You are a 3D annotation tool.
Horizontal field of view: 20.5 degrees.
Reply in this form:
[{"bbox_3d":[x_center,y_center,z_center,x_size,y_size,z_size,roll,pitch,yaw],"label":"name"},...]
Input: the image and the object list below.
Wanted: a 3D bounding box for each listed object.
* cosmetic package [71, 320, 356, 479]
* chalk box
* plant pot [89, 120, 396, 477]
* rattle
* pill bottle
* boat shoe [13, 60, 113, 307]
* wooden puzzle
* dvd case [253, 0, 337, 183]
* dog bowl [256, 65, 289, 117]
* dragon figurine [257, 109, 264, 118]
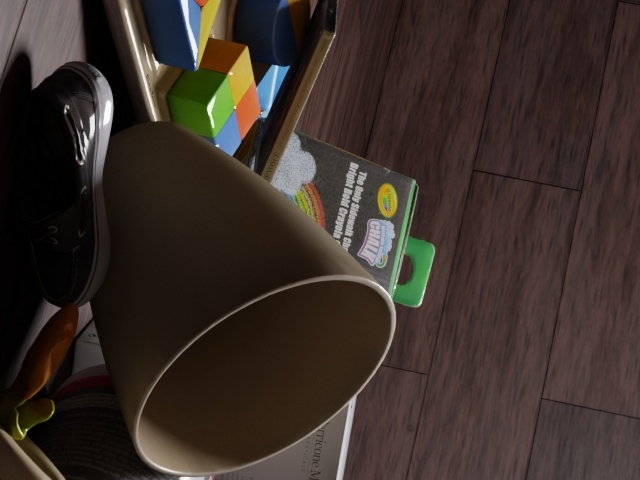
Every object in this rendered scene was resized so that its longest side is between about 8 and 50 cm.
[{"bbox_3d":[-0.127,0.286,1.847,0.097,0.284,0.377,-58,159,-70],"label":"cosmetic package"},{"bbox_3d":[0.000,0.000,2.211,0.179,0.289,0.180,-34,-143,61],"label":"chalk box"},{"bbox_3d":[-0.112,0.028,1.602,0.274,0.256,0.256,55,-22,32],"label":"plant pot"},{"bbox_3d":[-0.190,0.177,1.433,0.143,0.200,0.130,-42,171,-21],"label":"rattle"},{"bbox_3d":[-0.211,0.271,1.589,0.318,0.176,0.176,-69,168,-53],"label":"pill bottle"},{"bbox_3d":[-0.220,-0.035,1.473,0.076,0.080,0.228,-34,144,-51],"label":"boat shoe"},{"bbox_3d":[-0.095,-0.236,1.761,0.322,0.080,0.348,79,29,-47],"label":"wooden puzzle"},{"bbox_3d":[-0.029,-0.162,1.917,0.164,0.018,0.221,-86,-162,-61],"label":"dvd case"},{"bbox_3d":[-0.086,-0.228,2.214,0.297,0.074,0.166,-38,139,-80],"label":"dog bowl"},{"bbox_3d":[-0.117,-0.171,1.996,0.144,0.085,0.289,-18,115,-80],"label":"dragon figurine"}]
